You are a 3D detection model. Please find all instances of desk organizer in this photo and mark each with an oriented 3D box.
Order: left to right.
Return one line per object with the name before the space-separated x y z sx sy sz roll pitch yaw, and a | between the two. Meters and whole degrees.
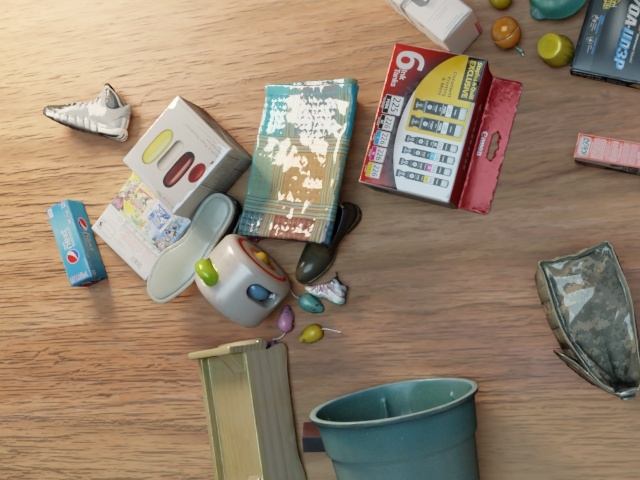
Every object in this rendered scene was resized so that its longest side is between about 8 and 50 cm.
desk organizer | 0.025 0.433 1.883 0.130 0.050 0.047 -2 119 3

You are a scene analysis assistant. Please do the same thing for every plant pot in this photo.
plant pot | 0.179 0.477 1.702 0.341 0.341 0.334 -12 90 17

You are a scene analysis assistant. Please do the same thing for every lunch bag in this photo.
lunch bag | 0.524 0.167 1.643 0.169 0.235 0.287 -19 80 10

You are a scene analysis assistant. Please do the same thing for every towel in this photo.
towel | -0.053 -0.181 1.901 0.271 0.040 0.370 6 82 39

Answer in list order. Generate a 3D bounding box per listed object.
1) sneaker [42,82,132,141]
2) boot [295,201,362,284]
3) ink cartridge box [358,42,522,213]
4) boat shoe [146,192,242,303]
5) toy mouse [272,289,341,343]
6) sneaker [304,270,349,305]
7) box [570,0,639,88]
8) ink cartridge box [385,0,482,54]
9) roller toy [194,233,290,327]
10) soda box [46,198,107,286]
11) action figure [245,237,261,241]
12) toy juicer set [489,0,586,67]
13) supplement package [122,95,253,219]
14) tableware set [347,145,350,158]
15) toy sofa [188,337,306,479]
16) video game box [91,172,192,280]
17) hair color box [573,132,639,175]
sneaker | -0.572 -0.336 2.128 0.228 0.086 0.132 17 86 8
boot | 0.000 0.000 1.892 0.082 0.106 0.219 36 95 19
ink cartridge box | 0.260 -0.235 1.817 0.271 0.130 0.309 14 90 17
boat shoe | -0.287 0.025 1.995 0.114 0.091 0.302 44 98 16
toy mouse | -0.051 0.168 1.938 0.161 0.031 0.143 -22 80 16
sneaker | 0.018 0.100 1.921 0.098 0.038 0.069 19 87 14
box | 0.629 -0.432 1.751 0.175 0.051 0.220 17 91 19
ink cartridge box | 0.229 -0.504 1.830 0.218 0.158 0.092 46 100 16
roller toy | -0.169 0.085 1.902 0.191 0.209 0.146 43 99 3
soda box | -0.604 0.008 2.111 0.067 0.071 0.210 -24 79 16
action figure | -0.132 -0.029 1.983 0.115 0.030 0.038 -35 81 15
toy juicer set | 0.468 -0.544 1.800 0.209 0.089 0.329 20 101 31
supplement package | -0.306 -0.188 1.987 0.194 0.149 0.203 44 99 16
tableware set | 0.010 -0.260 1.958 0.141 0.020 0.169 7 87 16
toy sofa | -0.166 0.408 1.915 0.150 0.177 0.363 -15 81 41
video game box | -0.429 -0.037 2.070 0.205 0.048 0.187 42 101 16
hair color box | 0.602 -0.170 1.718 0.167 0.093 0.053 14 90 19
